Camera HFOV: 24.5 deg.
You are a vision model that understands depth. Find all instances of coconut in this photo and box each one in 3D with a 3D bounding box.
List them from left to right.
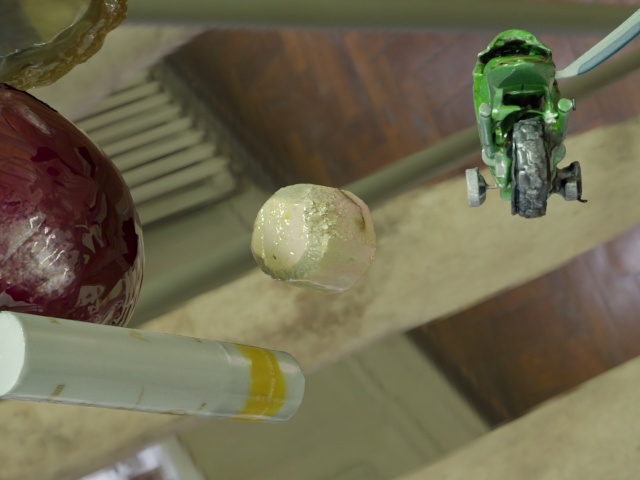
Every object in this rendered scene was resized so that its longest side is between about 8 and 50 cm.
[{"bbox_3d":[0.000,0.000,1.591,0.116,0.122,0.116,-10,76,42],"label":"coconut"}]

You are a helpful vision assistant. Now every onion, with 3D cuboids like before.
[{"bbox_3d":[-0.310,-0.005,1.406,0.260,0.282,0.336,-5,122,27],"label":"onion"}]

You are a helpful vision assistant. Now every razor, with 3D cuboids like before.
[{"bbox_3d":[0.280,-0.201,1.356,0.037,0.191,0.068,52,-172,-8],"label":"razor"}]

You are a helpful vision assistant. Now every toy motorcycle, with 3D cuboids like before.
[{"bbox_3d":[0.126,-0.076,0.919,0.190,0.074,0.106,-68,-26,-77],"label":"toy motorcycle"}]

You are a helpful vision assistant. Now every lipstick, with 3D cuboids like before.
[{"bbox_3d":[-0.119,0.092,1.027,0.059,0.264,0.059,-10,75,41],"label":"lipstick"}]

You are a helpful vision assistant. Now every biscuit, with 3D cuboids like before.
[{"bbox_3d":[-0.418,-0.373,1.993,0.335,0.329,0.078,47,163,-22],"label":"biscuit"}]
